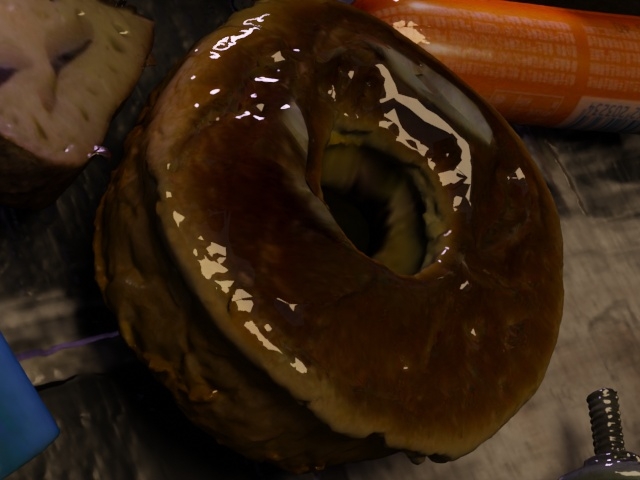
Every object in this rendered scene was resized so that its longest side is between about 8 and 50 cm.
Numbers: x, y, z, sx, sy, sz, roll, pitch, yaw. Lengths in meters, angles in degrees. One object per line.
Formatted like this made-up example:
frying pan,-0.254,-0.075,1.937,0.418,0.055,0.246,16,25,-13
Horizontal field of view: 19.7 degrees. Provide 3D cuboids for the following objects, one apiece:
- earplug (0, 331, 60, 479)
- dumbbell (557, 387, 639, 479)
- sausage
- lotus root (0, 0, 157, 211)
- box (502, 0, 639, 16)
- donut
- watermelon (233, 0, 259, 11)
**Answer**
earplug,-0.252,0.010,0.940,0.132,0.132,0.273,-31,98,-42
dumbbell,0.199,0.216,1.201,0.082,0.081,0.254,13,57,-28
sausage,0.127,-0.130,1.353,0.312,0.093,0.093,2,63,-33
lotus root,-0.195,-0.102,1.090,0.261,0.074,0.170,20,42,-43
box,0.282,-0.245,1.464,0.273,0.184,0.143,15,55,-27
donut,0.000,0.000,1.159,0.330,0.160,0.330,23,53,-36
watermelon,-0.033,-0.157,1.299,0.061,0.085,0.085,7,49,17
